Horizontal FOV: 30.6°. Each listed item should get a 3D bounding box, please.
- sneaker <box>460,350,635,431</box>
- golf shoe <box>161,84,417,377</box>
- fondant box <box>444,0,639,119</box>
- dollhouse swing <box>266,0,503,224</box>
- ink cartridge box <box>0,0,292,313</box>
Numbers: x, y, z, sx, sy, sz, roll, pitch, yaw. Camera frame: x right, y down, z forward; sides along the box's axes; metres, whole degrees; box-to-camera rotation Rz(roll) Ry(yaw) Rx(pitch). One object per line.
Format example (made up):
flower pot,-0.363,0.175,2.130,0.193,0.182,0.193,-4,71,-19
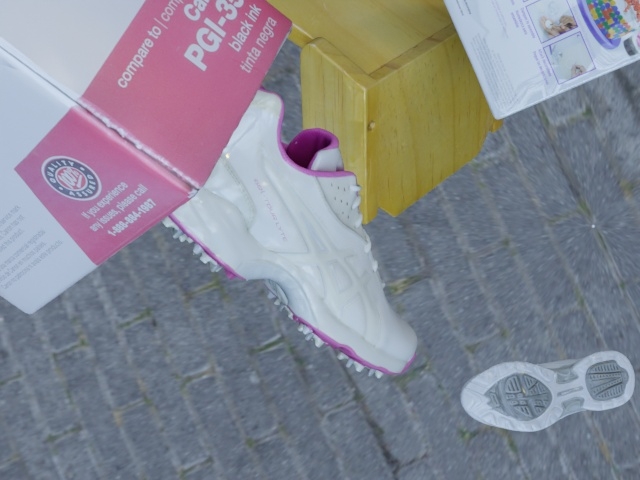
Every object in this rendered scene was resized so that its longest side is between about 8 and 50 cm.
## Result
sneaker,0.282,0.199,1.513,0.232,0.115,0.090,-4,81,-15
golf shoe,0.000,0.000,0.929,0.140,0.306,0.115,-50,38,-1
fondant box,0.329,-0.326,1.466,0.330,0.096,0.238,-22,94,27
dollhouse swing,0.059,-0.264,1.735,0.305,0.347,0.315,26,136,31
ink cartridge box,-0.189,-0.110,0.543,0.283,0.207,0.117,38,56,-18
